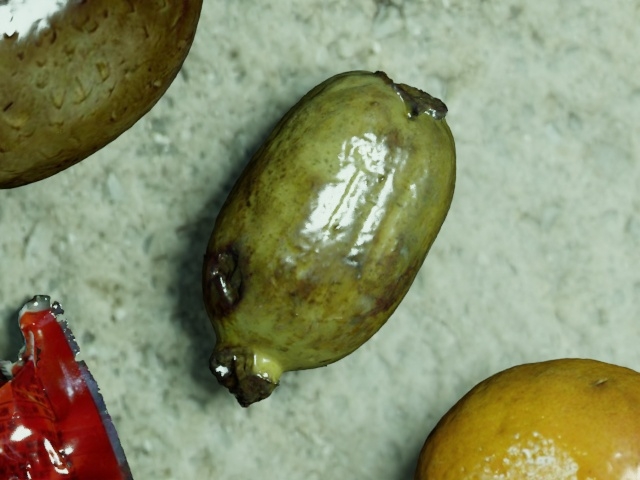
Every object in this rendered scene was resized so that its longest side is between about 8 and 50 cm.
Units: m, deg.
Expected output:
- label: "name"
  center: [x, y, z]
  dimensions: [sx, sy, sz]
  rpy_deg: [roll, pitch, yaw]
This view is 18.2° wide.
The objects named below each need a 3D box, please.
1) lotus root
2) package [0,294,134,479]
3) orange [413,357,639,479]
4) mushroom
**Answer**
- label: "lotus root"
  center: [0.000, 0.000, 1.412]
  dimensions: [0.145, 0.128, 0.260]
  rpy_deg: [30, 90, -5]
- label: "package"
  center: [-0.223, 0.172, 1.415]
  dimensions: [0.194, 0.071, 0.269]
  rpy_deg: [-21, 59, 12]
- label: "orange"
  center: [0.173, 0.189, 1.358]
  dimensions: [0.224, 0.170, 0.224]
  rpy_deg: [-6, 78, 26]
- label: "mushroom"
  center: [-0.247, -0.194, 1.374]
  dimensions: [0.345, 0.239, 0.345]
  rpy_deg: [1, 79, -3]
